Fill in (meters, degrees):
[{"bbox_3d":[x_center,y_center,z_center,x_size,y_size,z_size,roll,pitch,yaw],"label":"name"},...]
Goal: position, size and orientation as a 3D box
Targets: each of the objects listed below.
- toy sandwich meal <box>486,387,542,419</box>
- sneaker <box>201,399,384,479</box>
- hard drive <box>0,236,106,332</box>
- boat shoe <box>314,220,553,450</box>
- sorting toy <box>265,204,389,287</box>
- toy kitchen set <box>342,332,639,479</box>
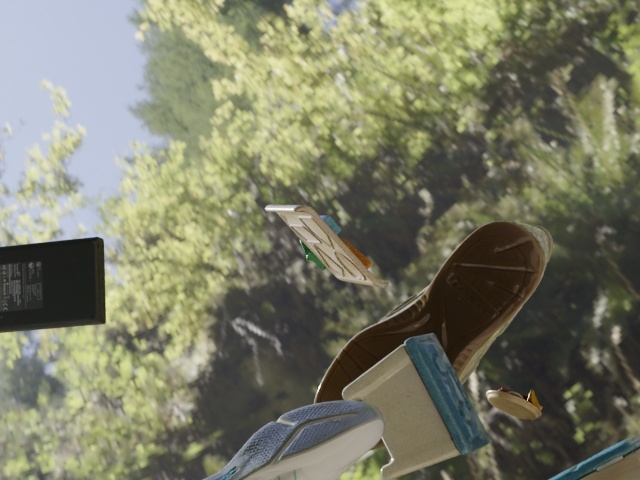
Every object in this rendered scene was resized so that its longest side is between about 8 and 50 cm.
[{"bbox_3d":[0.259,0.211,1.748,0.085,0.085,0.029,40,-114,-37],"label":"toy sandwich meal"},{"bbox_3d":[-0.027,0.141,0.709,0.152,0.053,0.061,-33,-71,-6],"label":"sneaker"},{"bbox_3d":[-0.299,0.049,1.433,0.135,0.094,0.022,-6,-10,15],"label":"hard drive"},{"bbox_3d":[0.110,0.094,1.234,0.285,0.104,0.089,-44,-14,21],"label":"boat shoe"},{"bbox_3d":[0.000,0.000,0.674,0.062,0.083,0.012,43,-101,-15],"label":"sorting toy"},{"bbox_3d":[0.134,0.135,0.911,0.122,0.166,0.207,-32,-13,20],"label":"toy kitchen set"}]
